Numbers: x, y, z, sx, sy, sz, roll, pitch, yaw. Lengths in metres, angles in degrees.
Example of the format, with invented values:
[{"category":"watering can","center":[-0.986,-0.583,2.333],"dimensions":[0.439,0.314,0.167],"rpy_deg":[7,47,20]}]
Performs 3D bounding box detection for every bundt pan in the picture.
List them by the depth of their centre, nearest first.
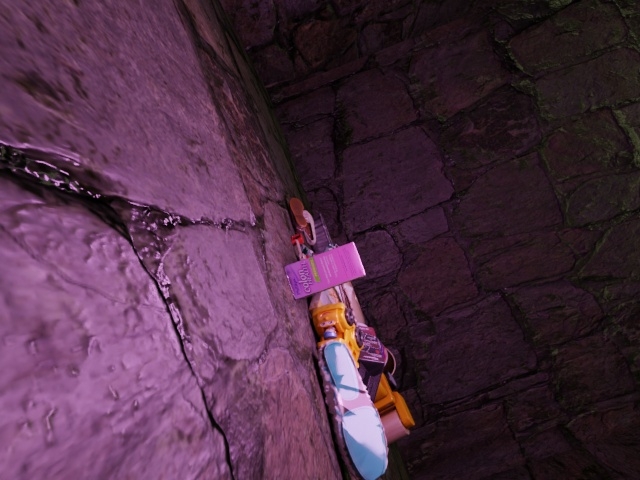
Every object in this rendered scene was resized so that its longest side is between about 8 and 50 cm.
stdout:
[{"category":"bundt pan","center":[0.000,0.000,2.596],"dimensions":[0.331,0.124,0.330],"rpy_deg":[-19,90,-86]}]

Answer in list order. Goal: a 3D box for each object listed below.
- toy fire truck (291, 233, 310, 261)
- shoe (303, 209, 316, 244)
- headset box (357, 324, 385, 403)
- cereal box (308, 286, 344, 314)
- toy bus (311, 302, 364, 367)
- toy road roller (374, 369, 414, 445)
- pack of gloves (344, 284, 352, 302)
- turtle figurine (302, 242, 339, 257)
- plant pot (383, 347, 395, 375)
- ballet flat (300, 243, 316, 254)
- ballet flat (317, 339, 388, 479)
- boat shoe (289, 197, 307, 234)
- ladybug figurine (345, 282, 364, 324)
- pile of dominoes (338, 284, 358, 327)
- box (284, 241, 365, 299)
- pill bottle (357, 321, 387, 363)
[{"category":"toy fire truck","center":[-0.070,0.078,1.742],"dimensions":[0.192,0.047,0.135],"rpy_deg":[-105,174,-45]},{"category":"shoe","center":[-0.070,-0.082,2.375],"dimensions":[0.058,0.077,0.219],"rpy_deg":[75,-2,-74]},{"category":"headset box","center":[0.158,0.492,1.652],"dimensions":[0.293,0.110,0.218],"rpy_deg":[-100,-159,-73]},{"category":"cereal box","center":[0.032,0.242,1.643],"dimensions":[0.173,0.047,0.240],"rpy_deg":[59,29,-30]},{"category":"toy bus","center":[0.050,0.361,1.433],"dimensions":[0.211,0.149,0.220],"rpy_deg":[-69,139,-60]},{"category":"toy road roller","center":[0.253,0.733,1.865],"dimensions":[0.240,0.202,0.329],"rpy_deg":[49,12,-43]},{"category":"pack of gloves","center":[0.084,0.257,1.861],"dimensions":[0.232,0.046,0.195],"rpy_deg":[34,50,-38]},{"category":"turtle figurine","center":[0.031,0.099,1.918],"dimensions":[0.175,0.234,0.118],"rpy_deg":[54,-52,46]},{"category":"plant pot","center":[0.283,0.732,2.221],"dimensions":[0.237,0.237,0.254],"rpy_deg":[-106,-173,-49]},{"category":"ballet flat","center":[-0.030,0.109,1.994],"dimensions":[0.072,0.068,0.213],"rpy_deg":[22,48,-85]},{"category":"ballet flat","center":[0.085,0.496,1.208],"dimensions":[0.147,0.147,0.408],"rpy_deg":[64,7,-55]},{"category":"boat shoe","center":[-0.120,-0.120,2.010],"dimensions":[0.073,0.073,0.207],"rpy_deg":[118,-30,-41]},{"category":"ladybug figurine","center":[0.102,0.305,2.131],"dimensions":[0.305,0.162,0.449],"rpy_deg":[-102,170,-68]},{"category":"pile of dominoes","center":[0.093,0.260,1.589],"dimensions":[0.196,0.040,0.251],"rpy_deg":[-119,-169,-62]},{"category":"box","center":[0.023,0.107,1.419],"dimensions":[0.213,0.243,0.117],"rpy_deg":[43,27,-81]},{"category":"pill bottle","center":[0.197,0.521,2.013],"dimensions":[0.323,0.182,0.181],"rpy_deg":[53,14,-43]}]
